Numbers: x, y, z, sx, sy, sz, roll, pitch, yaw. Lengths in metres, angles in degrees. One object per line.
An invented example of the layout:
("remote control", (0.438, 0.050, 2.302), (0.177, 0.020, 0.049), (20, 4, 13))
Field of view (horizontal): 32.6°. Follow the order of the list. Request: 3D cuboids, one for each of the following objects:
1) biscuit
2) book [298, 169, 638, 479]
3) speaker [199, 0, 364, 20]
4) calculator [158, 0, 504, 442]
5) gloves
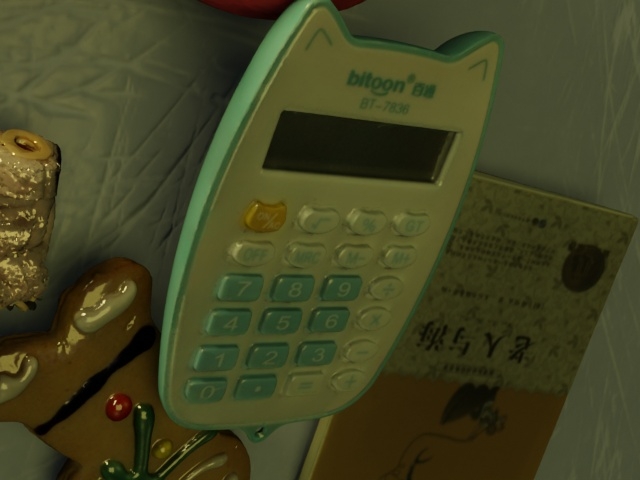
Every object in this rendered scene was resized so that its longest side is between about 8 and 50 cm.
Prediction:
("biscuit", (-0.147, 0.154, 0.912), (0.197, 0.049, 0.302), (-39, 130, -11))
("book", (0.138, 0.128, 1.067), (0.268, 0.032, 0.389), (11, 105, -27))
("speaker", (-0.028, -0.301, 0.797), (0.294, 0.294, 0.294), (-8, 108, -25))
("calculator", (0.000, 0.000, 0.878), (0.256, 0.054, 0.386), (2, 115, -38))
("gloves", (-0.239, -0.013, 0.809), (0.094, 0.110, 0.144), (13, 98, -27))
